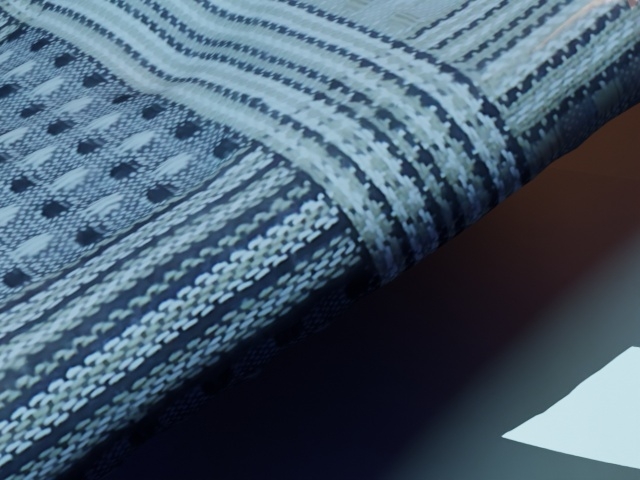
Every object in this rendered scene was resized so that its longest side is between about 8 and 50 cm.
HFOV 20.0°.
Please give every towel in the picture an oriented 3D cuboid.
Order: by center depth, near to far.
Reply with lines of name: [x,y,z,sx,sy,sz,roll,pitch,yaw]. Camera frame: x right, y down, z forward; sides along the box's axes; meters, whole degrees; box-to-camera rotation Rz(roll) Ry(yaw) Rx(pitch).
towel: [-0.123,-0.025,0.458,0.324,0.312,0.056,37,-22,54]

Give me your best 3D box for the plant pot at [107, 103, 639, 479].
plant pot: [0.085,0.062,0.522,0.280,0.323,0.323,9,6,13]
